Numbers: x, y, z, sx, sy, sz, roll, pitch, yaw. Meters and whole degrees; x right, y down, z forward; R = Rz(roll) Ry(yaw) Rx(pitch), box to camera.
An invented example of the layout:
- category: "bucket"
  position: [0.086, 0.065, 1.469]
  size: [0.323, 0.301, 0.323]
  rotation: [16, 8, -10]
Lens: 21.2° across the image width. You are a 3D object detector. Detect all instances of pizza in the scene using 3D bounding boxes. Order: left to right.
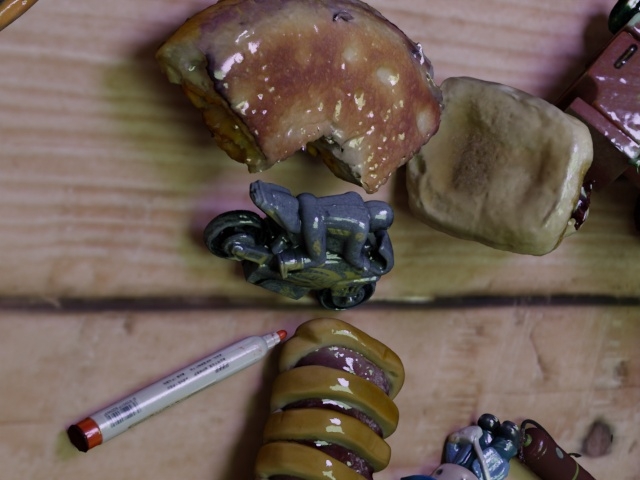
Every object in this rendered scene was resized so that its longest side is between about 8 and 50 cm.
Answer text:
- category: "pizza"
  position: [-0.015, -0.126, 1.397]
  size: [0.305, 0.085, 0.161]
  rotation: [6, 92, -46]

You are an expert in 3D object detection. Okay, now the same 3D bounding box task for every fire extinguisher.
- category: "fire extinguisher"
  position: [0.226, 0.216, 1.673]
  size: [0.132, 0.039, 0.056]
  rotation: [42, 44, -35]

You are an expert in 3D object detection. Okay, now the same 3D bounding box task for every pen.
- category: "pen"
  position: [-0.110, 0.116, 1.388]
  size: [0.218, 0.026, 0.026]
  rotation: [-26, 111, -36]

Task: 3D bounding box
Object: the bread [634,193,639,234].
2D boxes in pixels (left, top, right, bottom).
- category: "bread"
  position: [0.357, -0.028, 1.726]
  size: [0.053, 0.085, 0.085]
  rotation: [23, 80, -48]

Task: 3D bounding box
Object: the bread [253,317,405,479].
- category: "bread"
  position: [0.008, 0.183, 1.438]
  size: [0.134, 0.081, 0.225]
  rotation: [35, 59, -46]

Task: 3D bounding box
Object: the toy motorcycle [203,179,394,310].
- category: "toy motorcycle"
  position: [0.000, 0.000, 1.409]
  size: [0.193, 0.124, 0.061]
  rotation: [27, 36, -42]

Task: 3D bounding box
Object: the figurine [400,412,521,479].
- category: "figurine"
  position: [0.132, 0.225, 1.584]
  size: [0.136, 0.077, 0.079]
  rotation: [-36, 132, -42]

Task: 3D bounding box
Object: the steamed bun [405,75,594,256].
- category: "steamed bun"
  position: [0.177, -0.054, 1.537]
  size: [0.155, 0.172, 0.141]
  rotation: [22, 91, -58]

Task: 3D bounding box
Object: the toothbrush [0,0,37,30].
- category: "toothbrush"
  position: [-0.150, -0.249, 1.304]
  size: [0.321, 0.031, 0.023]
  rotation: [-46, 121, -27]

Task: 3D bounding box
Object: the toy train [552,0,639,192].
- category: "toy train"
  position: [0.372, -0.098, 1.628]
  size: [0.304, 0.150, 0.221]
  rotation: [41, 69, 1]
